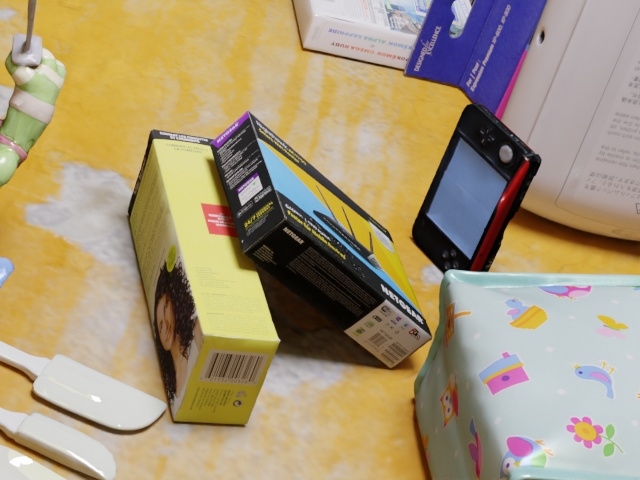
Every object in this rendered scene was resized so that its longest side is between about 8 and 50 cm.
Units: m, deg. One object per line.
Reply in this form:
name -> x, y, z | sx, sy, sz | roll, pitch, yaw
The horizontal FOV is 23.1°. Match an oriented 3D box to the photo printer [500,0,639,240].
photo printer -> 0.299, -0.135, 1.349 | 0.256, 0.307, 0.107 | 9, 35, -12

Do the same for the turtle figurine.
turtle figurine -> -0.291, -0.112, 1.071 | 0.198, 0.274, 0.266 | -38, 33, -18

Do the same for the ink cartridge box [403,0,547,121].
ink cartridge box -> 0.284, -0.182, 1.524 | 0.371, 0.175, 0.069 | 12, 36, -13

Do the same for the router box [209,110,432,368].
router box -> 0.000, 0.000, 1.165 | 0.179, 0.046, 0.133 | 39, 20, -38

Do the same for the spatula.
spatula -> -0.236, 0.100, 1.003 | 0.242, 0.019, 0.168 | 24, 35, 4

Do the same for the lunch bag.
lunch bag -> 0.213, 0.139, 1.066 | 0.262, 0.160, 0.223 | 5, 36, -13

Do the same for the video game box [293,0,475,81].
video game box -> 0.063, -0.249, 1.614 | 0.187, 0.048, 0.205 | 9, 37, -14

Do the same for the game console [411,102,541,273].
game console -> 0.107, -0.017, 1.232 | 0.085, 0.144, 0.124 | -11, 45, -39

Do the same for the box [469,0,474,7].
box -> 0.255, -0.266, 1.630 | 0.167, 0.168, 0.203 | 12, 35, -12

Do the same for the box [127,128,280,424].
box -> -0.090, 0.021, 1.129 | 0.058, 0.087, 0.232 | 6, 36, -21
